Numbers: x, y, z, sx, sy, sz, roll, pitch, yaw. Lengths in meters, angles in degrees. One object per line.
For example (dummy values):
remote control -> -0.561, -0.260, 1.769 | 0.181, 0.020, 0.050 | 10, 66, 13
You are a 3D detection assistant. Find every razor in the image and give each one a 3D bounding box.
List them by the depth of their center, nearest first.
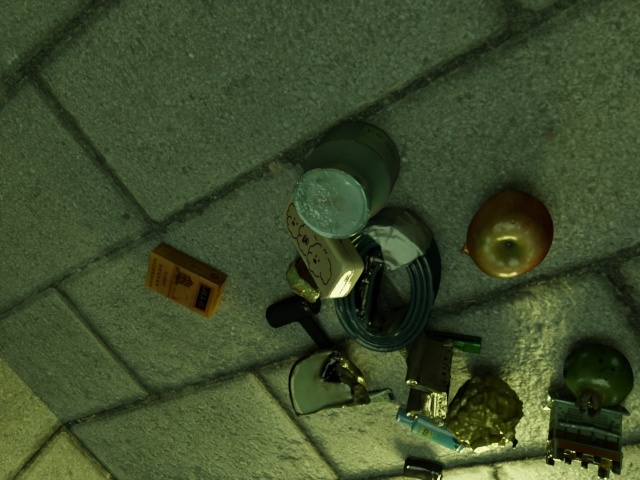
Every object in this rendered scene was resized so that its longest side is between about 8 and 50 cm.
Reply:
razor -> 0.388, 0.874, 2.142 | 0.148, 0.054, 0.090 | 6, 122, 20

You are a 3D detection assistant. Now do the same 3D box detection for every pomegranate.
pomegranate -> 0.777, 0.401, 1.593 | 0.187, 0.225, 0.187 | 21, 136, 22

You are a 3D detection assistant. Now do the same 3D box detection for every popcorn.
popcorn -> 0.520, 0.544, 1.769 | 0.225, 0.249, 0.249 | 25, 127, 19

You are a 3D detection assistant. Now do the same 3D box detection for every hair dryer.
hair dryer -> -0.048, 0.295, 1.949 | 0.197, 0.089, 0.251 | -23, 115, 31

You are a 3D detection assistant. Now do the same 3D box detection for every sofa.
sofa -> 0.316, 0.433, 1.780 | 0.182, 0.200, 0.258 | 6, 139, 15

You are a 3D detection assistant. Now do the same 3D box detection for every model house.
model house -> 0.791, 0.584, 1.706 | 0.224, 0.215, 0.198 | 8, 154, 18

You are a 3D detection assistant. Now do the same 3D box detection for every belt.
belt -> 0.200, 0.120, 1.683 | 0.301, 0.173, 0.436 | 10, 122, 14

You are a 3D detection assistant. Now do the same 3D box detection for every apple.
apple -> 0.492, -0.019, 1.477 | 0.210, 0.173, 0.235 | 38, 124, -7

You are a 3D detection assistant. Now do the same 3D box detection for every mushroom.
mushroom -> 0.041, 0.481, 1.988 | 0.292, 0.212, 0.217 | -23, 79, 43

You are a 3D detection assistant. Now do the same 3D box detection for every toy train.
toy train -> 0.404, 0.323, 1.805 | 0.209, 0.042, 0.044 | 5, 121, 19

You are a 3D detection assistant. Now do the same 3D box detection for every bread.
bread -> -0.043, 0.122, 1.807 | 0.140, 0.128, 0.069 | 41, 121, -6

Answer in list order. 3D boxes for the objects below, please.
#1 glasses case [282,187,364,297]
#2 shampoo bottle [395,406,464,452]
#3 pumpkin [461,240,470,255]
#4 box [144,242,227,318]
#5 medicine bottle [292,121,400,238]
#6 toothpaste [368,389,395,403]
glasses case -> 0.000, 0.000, 1.622 | 0.336, 0.076, 0.144 | 59, 136, 37
shampoo bottle -> 0.394, 0.667, 2.009 | 0.259, 0.061, 0.103 | 21, 126, 9
pumpkin -> 0.450, 0.014, 1.602 | 0.073, 0.035, 0.101 | 21, 123, 6
box -> -0.485, 0.144, 2.030 | 0.274, 0.076, 0.174 | 26, 127, 5
medicine bottle -> 0.065, -0.156, 1.493 | 0.245, 0.290, 0.244 | 10, 122, 16
toothpaste -> 0.164, 0.580, 2.063 | 0.216, 0.037, 0.061 | -14, 114, 24
